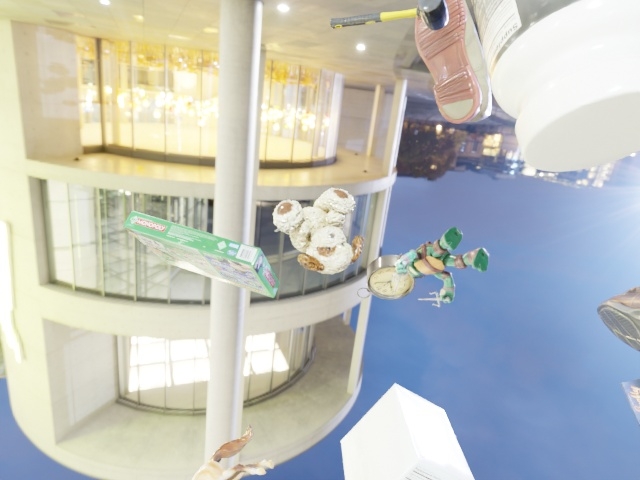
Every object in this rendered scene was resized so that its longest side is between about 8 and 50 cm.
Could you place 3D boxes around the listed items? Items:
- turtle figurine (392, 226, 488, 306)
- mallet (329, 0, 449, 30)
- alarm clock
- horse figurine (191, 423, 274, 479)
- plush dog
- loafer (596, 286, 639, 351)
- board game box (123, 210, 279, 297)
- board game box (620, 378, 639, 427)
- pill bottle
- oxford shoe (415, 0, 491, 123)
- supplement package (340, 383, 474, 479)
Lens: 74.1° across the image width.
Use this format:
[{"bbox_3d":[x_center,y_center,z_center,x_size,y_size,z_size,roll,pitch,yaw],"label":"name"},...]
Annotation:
[{"bbox_3d":[0.247,0.057,0.943,0.175,0.118,0.234,20,150,-17],"label":"turtle figurine"},{"bbox_3d":[0.100,-0.351,0.656,0.189,0.039,0.062,6,180,19],"label":"mallet"},{"bbox_3d":[0.176,0.107,1.162,0.129,0.192,0.064,40,-150,-25],"label":"alarm clock"},{"bbox_3d":[-0.182,0.460,0.755,0.174,0.066,0.263,-9,-155,7],"label":"horse figurine"},{"bbox_3d":[0.000,0.000,1.245,0.262,0.211,0.226,-17,-120,-26],"label":"plush dog"},{"bbox_3d":[0.518,0.111,0.625,0.109,0.095,0.302,56,-174,17],"label":"loafer"},{"bbox_3d":[-0.265,0.037,0.987,0.317,0.046,0.214,16,159,13],"label":"board game box"},{"bbox_3d":[0.755,0.410,0.922,0.243,0.042,0.165,27,-135,-32],"label":"board game box"},{"bbox_3d":[0.250,-0.225,0.437,0.162,0.279,0.162,-3,159,-1],"label":"pill bottle"},{"bbox_3d":[0.313,-0.438,0.983,0.130,0.349,0.122,-10,180,-42],"label":"oxford shoe"},{"bbox_3d":[0.165,0.452,0.862,0.149,0.203,0.194,31,-162,-16],"label":"supplement package"}]
